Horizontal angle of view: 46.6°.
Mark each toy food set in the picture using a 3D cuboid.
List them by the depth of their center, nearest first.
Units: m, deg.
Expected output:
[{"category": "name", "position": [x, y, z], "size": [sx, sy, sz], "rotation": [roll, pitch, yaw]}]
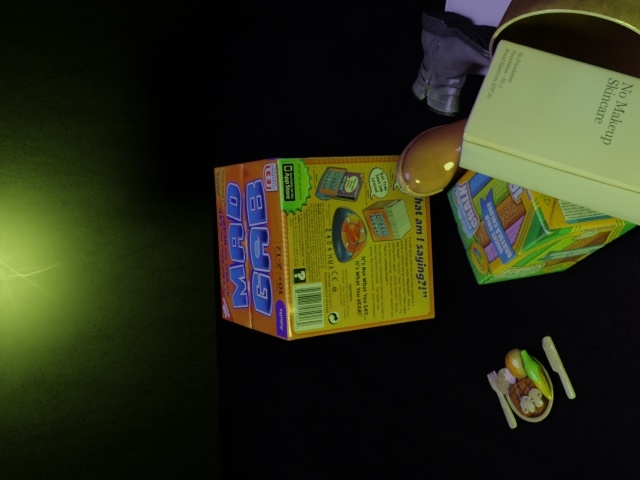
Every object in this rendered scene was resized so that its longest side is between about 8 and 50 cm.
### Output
[{"category": "toy food set", "position": [0.367, 0.264, 1.349], "size": [0.192, 0.039, 0.132], "rotation": [-54, 48, 50]}]

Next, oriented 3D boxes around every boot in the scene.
[{"category": "boot", "position": [0.277, -0.166, 1.216], "size": [0.220, 0.284, 0.109], "rotation": [-14, 98, 67]}, {"category": "boot", "position": [0.237, -0.280, 1.243], "size": [0.246, 0.084, 0.161], "rotation": [-128, 35, -54]}]

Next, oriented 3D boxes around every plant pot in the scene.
[{"category": "plant pot", "position": [0.386, -0.349, 1.037], "size": [0.237, 0.237, 0.254], "rotation": [-7, 59, 61]}]

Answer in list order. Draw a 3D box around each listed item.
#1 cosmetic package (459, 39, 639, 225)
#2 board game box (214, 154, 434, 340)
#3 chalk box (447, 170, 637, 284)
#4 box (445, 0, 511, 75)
[{"category": "cosmetic package", "position": [0.359, -0.137, 0.997], "size": [0.113, 0.310, 0.160], "rotation": [67, -137, -71]}, {"category": "board game box", "position": [0.000, 0.000, 1.652], "size": [0.356, 0.356, 0.356], "rotation": [3, 97, 62]}, {"category": "chalk box", "position": [0.335, -0.043, 1.201], "size": [0.289, 0.180, 0.179], "rotation": [121, 137, -63]}, {"category": "box", "position": [0.311, -0.376, 1.282], "size": [0.182, 0.119, 0.180], "rotation": [31, 120, 56]}]
